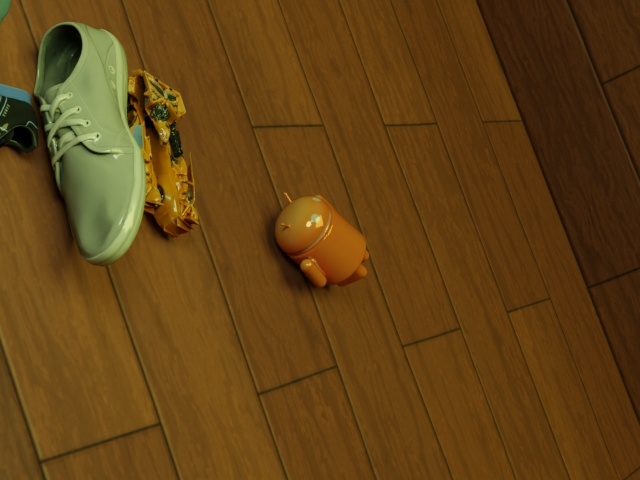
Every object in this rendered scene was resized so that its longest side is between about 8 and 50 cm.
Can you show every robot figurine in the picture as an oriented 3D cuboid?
[{"bbox_3d":[0.000,0.001,2.264,0.219,0.128,0.158,41,79,-32],"label":"robot figurine"},{"bbox_3d":[-0.283,-0.160,2.009,0.211,0.085,0.291,29,47,-56],"label":"robot figurine"}]

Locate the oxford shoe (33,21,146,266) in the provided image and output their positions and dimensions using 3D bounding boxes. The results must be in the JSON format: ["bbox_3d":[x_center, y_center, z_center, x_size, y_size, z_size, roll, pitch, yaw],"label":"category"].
[{"bbox_3d":[-0.369,-0.160,1.837,0.130,0.169,0.449,26,43,-47],"label":"oxford shoe"}]

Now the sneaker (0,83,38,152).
[{"bbox_3d":[-0.507,-0.185,1.737,0.232,0.081,0.090,5,61,-52],"label":"sneaker"}]

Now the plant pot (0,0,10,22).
[{"bbox_3d":[-0.597,-0.342,1.515,0.334,0.341,0.341,-24,90,-62],"label":"plant pot"}]
